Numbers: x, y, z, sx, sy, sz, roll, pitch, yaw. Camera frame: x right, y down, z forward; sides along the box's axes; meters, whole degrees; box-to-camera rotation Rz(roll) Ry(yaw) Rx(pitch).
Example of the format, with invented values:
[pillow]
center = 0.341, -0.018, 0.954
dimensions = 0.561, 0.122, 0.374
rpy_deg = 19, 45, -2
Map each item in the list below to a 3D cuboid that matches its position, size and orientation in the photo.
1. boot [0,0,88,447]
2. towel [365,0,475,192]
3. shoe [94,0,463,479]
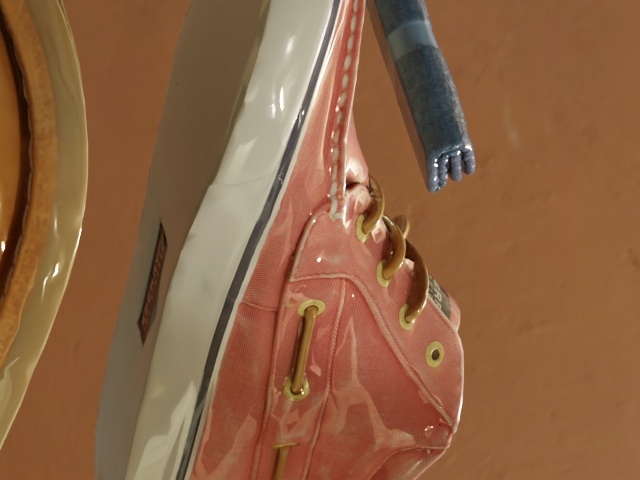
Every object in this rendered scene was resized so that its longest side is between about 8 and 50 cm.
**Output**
[boot]
center = -0.150, -0.063, 0.321
dimensions = 0.220, 0.283, 0.109
rpy_deg = 2, -149, -18
[towel]
center = 0.052, -0.090, 0.975
dimensions = 0.029, 0.067, 0.119
rpy_deg = -17, -106, -1
[shoe]
center = 0.000, 0.000, 0.459
dimensions = 0.081, 0.178, 0.063
rpy_deg = 6, -146, -17
